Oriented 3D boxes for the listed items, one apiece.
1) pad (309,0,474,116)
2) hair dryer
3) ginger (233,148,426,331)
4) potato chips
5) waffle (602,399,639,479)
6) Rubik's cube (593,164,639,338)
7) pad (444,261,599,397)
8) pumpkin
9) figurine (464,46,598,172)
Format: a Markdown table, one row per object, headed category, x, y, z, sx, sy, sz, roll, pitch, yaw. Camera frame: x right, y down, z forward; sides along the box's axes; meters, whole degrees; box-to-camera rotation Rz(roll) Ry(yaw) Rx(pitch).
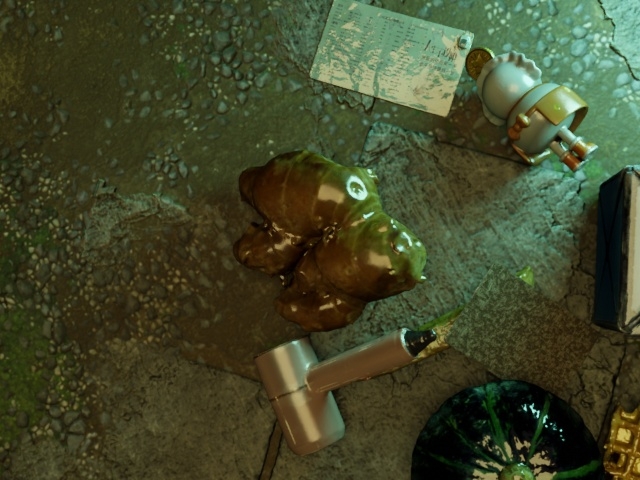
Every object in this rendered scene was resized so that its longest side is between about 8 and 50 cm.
| category | x | y | z | sx | sy | sz | roll | pitch | yaw |
| --- | --- | --- | --- | --- | --- | --- | --- | --- | --- |
| pad | 0.125 | -0.331 | 1.537 | 0.264 | 0.009 | 0.160 | 18 | 89 | 10 |
| hair dryer | 0.052 | 0.221 | 1.397 | 0.344 | 0.106 | 0.189 | -27 | 82 | 36 |
| ginger | -0.004 | -0.010 | 1.469 | 0.274 | 0.152 | 0.357 | -43 | 80 | 23 |
| potato chips | 0.187 | 0.160 | 1.459 | 0.406 | 0.080 | 0.057 | -26 | 101 | 6 |
| waffle | 0.532 | 0.398 | 1.380 | 0.309 | 0.065 | 0.283 | -30 | 74 | 12 |
| Rubik's cube | 0.571 | 0.025 | 1.324 | 0.254 | 0.259 | 0.260 | 3 | 90 | 10 |
| pad | 0.337 | 0.160 | 1.429 | 0.235 | 0.003 | 0.158 | 33 | 91 | -12 |
| pumpkin | 0.292 | 0.374 | 1.348 | 0.315 | 0.238 | 0.315 | -2 | 81 | 10 |
| figurine | 0.342 | -0.221 | 1.436 | 0.271 | 0.143 | 0.143 | 37 | 92 | 7 |
